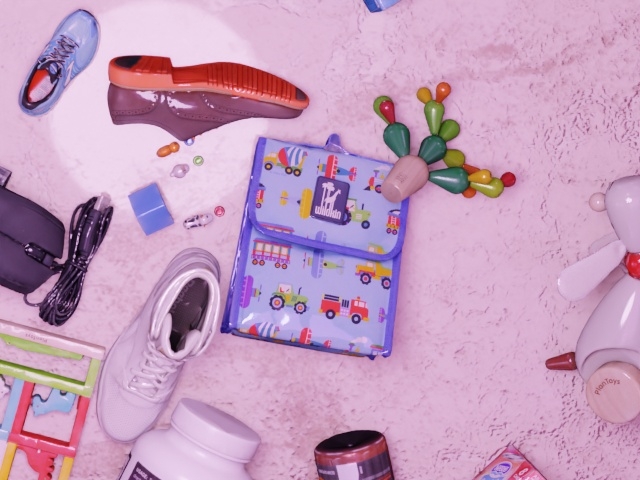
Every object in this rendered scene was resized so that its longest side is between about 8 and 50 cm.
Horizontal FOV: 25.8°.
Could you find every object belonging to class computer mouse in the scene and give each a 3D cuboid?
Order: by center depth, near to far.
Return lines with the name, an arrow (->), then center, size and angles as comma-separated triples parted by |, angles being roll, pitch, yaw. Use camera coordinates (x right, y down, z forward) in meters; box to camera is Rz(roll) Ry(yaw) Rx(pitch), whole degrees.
computer mouse -> -0.404, -0.011, 1.821 | 0.272, 0.072, 0.188 | 26, 83, -31

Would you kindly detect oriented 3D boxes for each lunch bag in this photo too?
lunch bag -> 0.000, 0.000, 1.906 | 0.221, 0.138, 0.293 | 10, 82, -7

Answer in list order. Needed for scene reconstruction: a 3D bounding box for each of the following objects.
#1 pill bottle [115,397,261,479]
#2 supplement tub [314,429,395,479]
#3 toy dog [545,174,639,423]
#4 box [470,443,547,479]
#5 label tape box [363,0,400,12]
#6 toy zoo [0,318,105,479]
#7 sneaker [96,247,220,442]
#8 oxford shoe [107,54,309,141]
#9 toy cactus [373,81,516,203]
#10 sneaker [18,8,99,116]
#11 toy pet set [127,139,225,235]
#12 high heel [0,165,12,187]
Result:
pill bottle -> -0.206, 0.384, 1.886 | 0.181, 0.181, 0.323 | 27, 93, -8
supplement tub -> 0.059, 0.371, 1.947 | 0.106, 0.106, 0.198 | -13, 97, -4
toy dog -> 0.388, 0.079, 1.922 | 0.161, 0.220, 0.333 | 5, 88, 26
box -> 0.329, 0.452, 1.958 | 0.142, 0.154, 0.300 | -43, 97, 0
label tape box -> 0.149, -0.492, 1.860 | 0.334, 0.106, 0.240 | -33, 99, -2
toy zoo -> -0.428, 0.263, 1.927 | 0.192, 0.030, 0.293 | 15, 95, -7
sneaker -> -0.221, 0.153, 1.866 | 0.108, 0.169, 0.292 | 24, 95, -9
oxford shoe -> -0.152, -0.185, 1.885 | 0.271, 0.097, 0.098 | 8, 115, -2
toy cactus -> 0.149, -0.114, 1.881 | 0.219, 0.112, 0.180 | 44, 51, 1
sneaker -> -0.347, -0.233, 1.858 | 0.063, 0.073, 0.162 | 31, 93, -8
toy pet set -> -0.201, -0.066, 1.895 | 0.114, 0.065, 0.122 | -25, 97, -2
high heel -> -0.555, -0.031, 1.855 | 0.186, 0.093, 0.261 | 31, 86, -5
